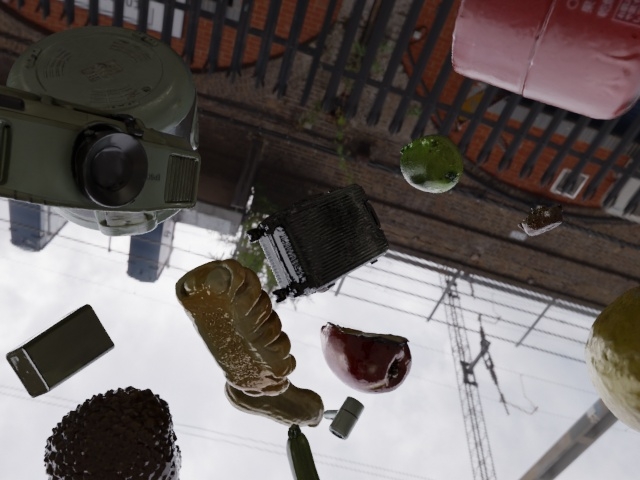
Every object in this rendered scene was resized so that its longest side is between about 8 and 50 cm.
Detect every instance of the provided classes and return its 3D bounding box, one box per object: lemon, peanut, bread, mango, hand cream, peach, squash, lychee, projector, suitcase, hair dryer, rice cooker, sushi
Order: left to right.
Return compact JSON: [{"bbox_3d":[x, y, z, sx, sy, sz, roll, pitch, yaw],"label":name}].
[{"bbox_3d":[-0.239,-0.082,0.474,0.194,0.088,0.269,15,-173,32],"label":"projector"},{"bbox_3d":[-0.419,0.433,1.086,0.268,0.267,0.267,13,-143,-10],"label":"lychee"},{"bbox_3d":[-0.338,-0.173,0.880,0.289,0.277,0.288,5,-128,-6],"label":"rice cooker"},{"bbox_3d":[-0.157,0.176,1.065,0.173,0.311,0.121,-10,-152,25],"label":"bread"},{"bbox_3d":[-0.126,0.450,1.551,0.319,0.147,0.147,24,-146,-19],"label":"peanut"},{"bbox_3d":[-0.035,0.577,1.304,0.069,0.069,0.258,-12,-101,-36],"label":"squash"},{"bbox_3d":[0.000,0.000,1.199,0.312,0.128,0.202,-25,-89,-39],"label":"suitcase"},{"bbox_3d":[0.037,0.391,1.175,0.047,0.137,0.082,42,-119,-9],"label":"hair dryer"},{"bbox_3d":[0.126,0.388,1.739,0.362,0.201,0.258,7,175,42],"label":"peach"},{"bbox_3d":[0.231,-0.162,1.117,0.100,0.119,0.178,4,-168,-24],"label":"mango"},{"bbox_3d":[0.509,-0.050,1.230,0.061,0.118,0.060,3,-115,-48],"label":"sushi"},{"bbox_3d":[0.215,-0.220,0.424,0.149,0.230,0.230,23,-145,19],"label":"hand cream"},{"bbox_3d":[0.580,0.194,0.873,0.286,0.285,0.316,13,178,-10],"label":"lemon"}]

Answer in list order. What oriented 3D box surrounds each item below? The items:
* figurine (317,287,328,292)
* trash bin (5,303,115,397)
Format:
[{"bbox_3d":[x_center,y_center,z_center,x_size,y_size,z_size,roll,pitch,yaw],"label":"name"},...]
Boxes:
[{"bbox_3d":[0.008,0.086,1.521,0.137,0.229,0.111,-4,-116,-27],"label":"figurine"},{"bbox_3d":[-0.280,0.118,0.573,0.061,0.043,0.092,62,-153,-8],"label":"trash bin"}]
